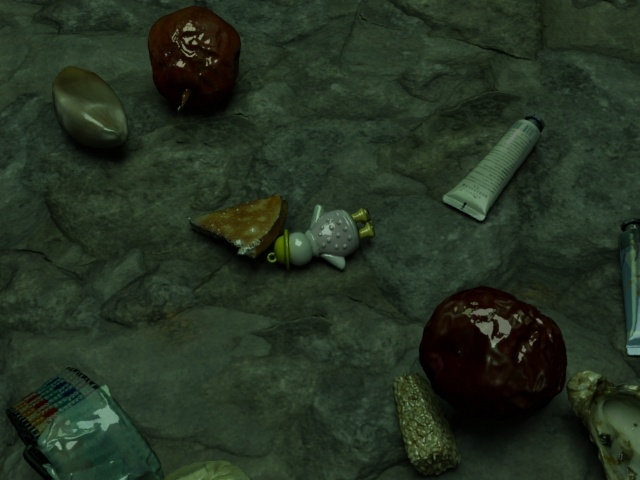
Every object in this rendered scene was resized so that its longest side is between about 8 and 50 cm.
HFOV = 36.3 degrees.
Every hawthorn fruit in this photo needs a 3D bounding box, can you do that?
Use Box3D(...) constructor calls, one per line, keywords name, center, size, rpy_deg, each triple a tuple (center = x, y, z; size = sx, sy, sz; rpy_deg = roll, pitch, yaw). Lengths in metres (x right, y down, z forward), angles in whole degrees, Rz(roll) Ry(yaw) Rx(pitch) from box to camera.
Box3D(name="hawthorn fruit", center=(-0.265, -0.355, 2.036), size=(0.207, 0.207, 0.243), rpy_deg=(3, 58, 5))

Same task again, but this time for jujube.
Box3D(name="jujube", center=(0.271, 0.175, 1.503), size=(0.213, 0.232, 0.213), rpy_deg=(-6, 80, 33))

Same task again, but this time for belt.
Box3D(name="belt", center=(-0.354, 0.307, 1.456), size=(0.150, 0.207, 0.257), rpy_deg=(-39, 35, -25))

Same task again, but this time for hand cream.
Box3D(name="hand cream", center=(0.566, 0.080, 1.707), size=(0.091, 0.058, 0.271), rpy_deg=(-1, 54, 7))
Box3D(name="hand cream", center=(0.351, -0.148, 1.916), size=(0.095, 0.059, 0.276), rpy_deg=(31, 62, 24))

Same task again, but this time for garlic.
Box3D(name="garlic", center=(-0.488, -0.278, 2.033), size=(0.143, 0.112, 0.318), rpy_deg=(1, 38, -26))

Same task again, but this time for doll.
Box3D(name="doll", center=(0.000, 0.000, 1.786), size=(0.207, 0.081, 0.129), rpy_deg=(-20, 83, -8))

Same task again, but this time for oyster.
Box3D(name="oyster", center=(0.476, 0.337, 1.471), size=(0.166, 0.094, 0.294), rpy_deg=(-5, 68, -11))

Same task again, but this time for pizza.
Box3D(name="pizza", center=(-0.160, -0.024, 1.828), size=(0.195, 0.052, 0.185), rpy_deg=(3, 37, 23))

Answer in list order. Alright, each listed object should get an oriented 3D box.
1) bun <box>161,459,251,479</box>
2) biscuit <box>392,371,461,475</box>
Box3D(name="bun", center=(-0.181, 0.402, 1.430), size=(0.188, 0.111, 0.164), rpy_deg=(-16, 47, -6))
Box3D(name="biscuit", center=(0.161, 0.286, 1.535), size=(0.070, 0.082, 0.168), rpy_deg=(-27, 49, 13))
